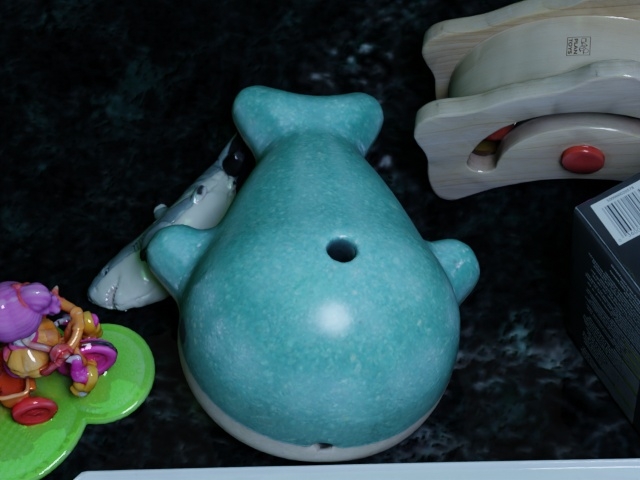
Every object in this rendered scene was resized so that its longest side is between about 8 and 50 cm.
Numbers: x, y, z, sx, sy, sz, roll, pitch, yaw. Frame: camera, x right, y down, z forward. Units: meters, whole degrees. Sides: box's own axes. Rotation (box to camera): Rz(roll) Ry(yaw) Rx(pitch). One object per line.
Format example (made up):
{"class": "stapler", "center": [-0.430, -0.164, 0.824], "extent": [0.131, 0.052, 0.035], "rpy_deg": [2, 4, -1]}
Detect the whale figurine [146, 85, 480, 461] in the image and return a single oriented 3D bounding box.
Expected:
{"class": "whale figurine", "center": [0.000, 0.000, 1.137], "extent": [0.216, 0.141, 0.272], "rpy_deg": [4, 57, -8]}

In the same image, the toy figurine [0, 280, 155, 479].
{"class": "toy figurine", "center": [-0.199, 0.066, 1.122], "extent": [0.173, 0.159, 0.130], "rpy_deg": [-13, 62, -2]}

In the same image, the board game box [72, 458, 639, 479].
{"class": "board game box", "center": [0.034, 0.319, 1.027], "extent": [0.390, 0.050, 0.390], "rpy_deg": [-2, 62, 4]}

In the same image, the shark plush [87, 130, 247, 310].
{"class": "shark plush", "center": [-0.096, -0.021, 1.218], "extent": [0.067, 0.073, 0.161], "rpy_deg": [5, 64, 43]}

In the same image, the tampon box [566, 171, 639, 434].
{"class": "tampon box", "center": [0.227, 0.029, 1.096], "extent": [0.120, 0.161, 0.101], "rpy_deg": [-27, 63, -10]}

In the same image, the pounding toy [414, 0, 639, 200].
{"class": "pounding toy", "center": [0.193, -0.122, 1.181], "extent": [0.269, 0.154, 0.155], "rpy_deg": [-11, 57, 31]}
